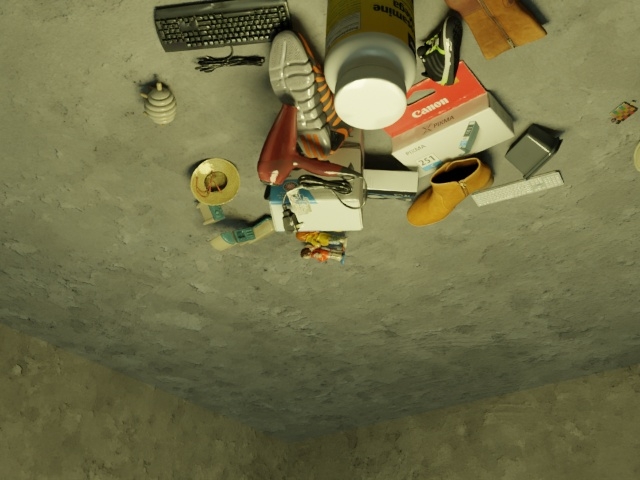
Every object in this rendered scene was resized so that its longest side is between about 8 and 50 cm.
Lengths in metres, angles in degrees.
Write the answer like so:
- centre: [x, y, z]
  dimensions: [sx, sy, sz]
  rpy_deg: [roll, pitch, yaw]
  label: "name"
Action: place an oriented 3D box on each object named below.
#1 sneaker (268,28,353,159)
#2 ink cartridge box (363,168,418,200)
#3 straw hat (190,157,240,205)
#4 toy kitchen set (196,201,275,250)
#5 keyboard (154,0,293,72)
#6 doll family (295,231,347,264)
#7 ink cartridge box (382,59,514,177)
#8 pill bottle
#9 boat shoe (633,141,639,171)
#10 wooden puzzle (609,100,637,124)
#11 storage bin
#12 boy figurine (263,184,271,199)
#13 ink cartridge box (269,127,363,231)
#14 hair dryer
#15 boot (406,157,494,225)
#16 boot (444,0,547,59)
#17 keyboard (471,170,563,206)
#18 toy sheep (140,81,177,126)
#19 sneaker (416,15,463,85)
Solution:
- centre: [-0.008, -0.369, 1.715]
  dimensions: [0.124, 0.180, 0.321]
  rpy_deg: [10, 130, 37]
  label: "sneaker"
- centre: [0.103, -0.160, 2.009]
  dimensions: [0.333, 0.065, 0.165]
  rpy_deg: [5, 175, 4]
  label: "ink cartridge box"
- centre: [-0.305, -0.172, 2.086]
  dimensions: [0.144, 0.144, 0.061]
  rpy_deg: [5, -173, -3]
  label: "straw hat"
- centre: [-0.254, -0.076, 2.233]
  dimensions: [0.122, 0.166, 0.207]
  rpy_deg: [-28, 172, 38]
  label: "toy kitchen set"
- centre: [-0.216, -0.469, 1.668]
  dimensions: [0.317, 0.033, 0.201]
  rpy_deg: [-3, 146, 10]
  label: "keyboard"
- centre: [0.000, 0.000, 2.268]
  dimensions: [0.163, 0.118, 0.263]
  rpy_deg: [9, -177, 0]
  label: "doll family"
- centre: [0.307, -0.301, 1.850]
  dimensions: [0.296, 0.066, 0.261]
  rpy_deg: [-23, 140, 33]
  label: "ink cartridge box"
- centre: [0.103, -0.399, 1.475]
  dimensions: [0.188, 0.334, 0.188]
  rpy_deg: [2, 147, 1]
  label: "pill bottle"
- centre: [0.926, -0.277, 1.803]
  dimensions: [0.097, 0.116, 0.324]
  rpy_deg: [5, 151, -11]
  label: "boat shoe"
- centre: [0.774, -0.329, 1.827]
  dimensions: [0.049, 0.006, 0.083]
  rpy_deg: [19, 143, -22]
  label: "wooden puzzle"
- centre: [0.564, -0.244, 1.907]
  dimensions: [0.091, 0.098, 0.135]
  rpy_deg: [38, 141, -1]
  label: "storage bin"
- centre: [-0.021, -0.104, 2.127]
  dimensions: [0.285, 0.092, 0.177]
  rpy_deg: [21, 173, -28]
  label: "boy figurine"
- centre: [-0.003, -0.182, 1.834]
  dimensions: [0.223, 0.307, 0.129]
  rpy_deg: [-2, 144, 7]
  label: "ink cartridge box"
- centre: [-0.037, -0.179, 1.674]
  dimensions: [0.223, 0.293, 0.080]
  rpy_deg: [-24, -172, 1]
  label: "hair dryer"
- centre: [0.336, -0.142, 2.000]
  dimensions: [0.295, 0.104, 0.211]
  rpy_deg: [-29, 160, 23]
  label: "boot"
- centre: [0.411, -0.509, 1.505]
  dimensions: [0.264, 0.096, 0.280]
  rpy_deg: [-22, 140, 32]
  label: "boot"
- centre: [0.579, -0.149, 2.104]
  dimensions: [0.256, 0.014, 0.072]
  rpy_deg: [-15, 142, 25]
  label: "keyboard"
- centre: [-0.409, -0.347, 1.818]
  dimensions: [0.091, 0.091, 0.132]
  rpy_deg: [3, 141, 0]
  label: "toy sheep"
- centre: [0.264, -0.423, 1.627]
  dimensions: [0.097, 0.084, 0.234]
  rpy_deg: [15, 163, 12]
  label: "sneaker"
